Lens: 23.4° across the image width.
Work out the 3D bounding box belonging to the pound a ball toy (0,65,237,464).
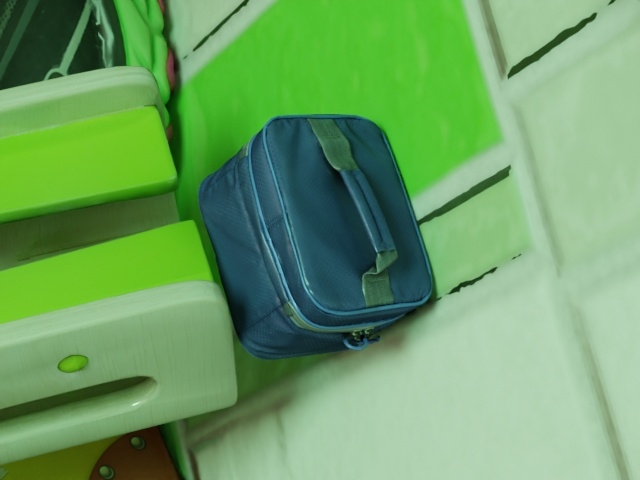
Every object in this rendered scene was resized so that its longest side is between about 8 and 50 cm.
[{"bbox_3d":[-0.193,0.076,0.619,0.135,0.319,0.208,91,162,-57],"label":"pound a ball toy"}]

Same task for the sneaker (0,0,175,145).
[{"bbox_3d":[-0.224,-0.214,0.778,0.185,0.202,0.482,-36,70,49],"label":"sneaker"}]

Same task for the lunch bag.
[{"bbox_3d":[0.000,0.000,0.619,0.065,0.067,0.098,-41,63,50],"label":"lunch bag"}]

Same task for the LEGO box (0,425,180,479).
[{"bbox_3d":[-0.374,0.071,0.784,0.193,0.500,0.372,-57,49,43],"label":"LEGO box"}]
